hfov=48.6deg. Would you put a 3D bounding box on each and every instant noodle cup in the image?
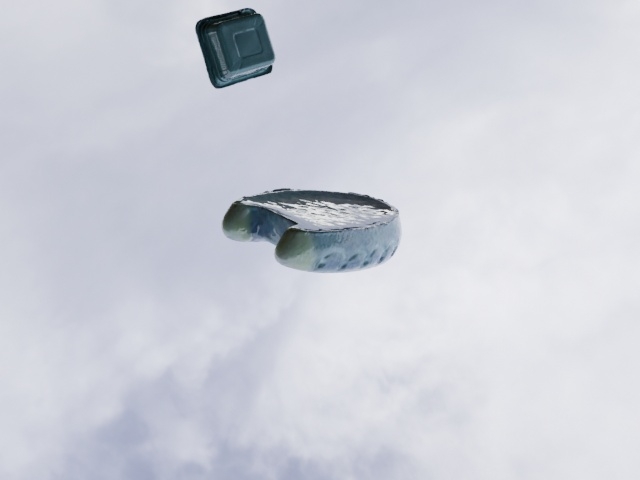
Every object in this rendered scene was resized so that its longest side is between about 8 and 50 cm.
[{"bbox_3d":[-0.180,-0.437,1.592,0.179,0.157,0.070,-27,-161,-34],"label":"instant noodle cup"}]

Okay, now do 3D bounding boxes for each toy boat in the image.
[{"bbox_3d":[0.000,0.000,1.164,0.215,0.123,0.329,22,-160,34],"label":"toy boat"}]
